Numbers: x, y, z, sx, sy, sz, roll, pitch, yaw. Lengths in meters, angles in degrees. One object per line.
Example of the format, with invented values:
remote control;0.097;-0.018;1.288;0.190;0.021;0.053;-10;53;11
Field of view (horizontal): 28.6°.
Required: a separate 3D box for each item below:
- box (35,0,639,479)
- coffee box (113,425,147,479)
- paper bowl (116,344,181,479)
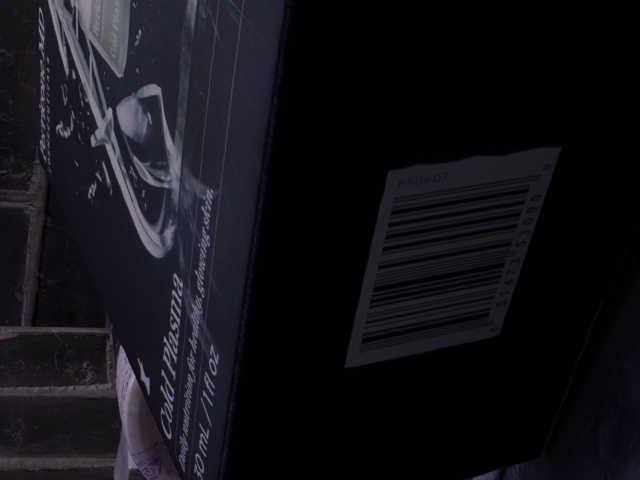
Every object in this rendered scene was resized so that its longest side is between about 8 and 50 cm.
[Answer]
box;-0.013;-0.128;0.928;0.472;0.297;0.480;-122;31;-42
coffee box;-0.129;0.290;1.584;0.098;0.246;0.141;-102;22;-43
paper bowl;-0.078;0.146;1.359;0.148;0.284;0.284;-119;35;-62
